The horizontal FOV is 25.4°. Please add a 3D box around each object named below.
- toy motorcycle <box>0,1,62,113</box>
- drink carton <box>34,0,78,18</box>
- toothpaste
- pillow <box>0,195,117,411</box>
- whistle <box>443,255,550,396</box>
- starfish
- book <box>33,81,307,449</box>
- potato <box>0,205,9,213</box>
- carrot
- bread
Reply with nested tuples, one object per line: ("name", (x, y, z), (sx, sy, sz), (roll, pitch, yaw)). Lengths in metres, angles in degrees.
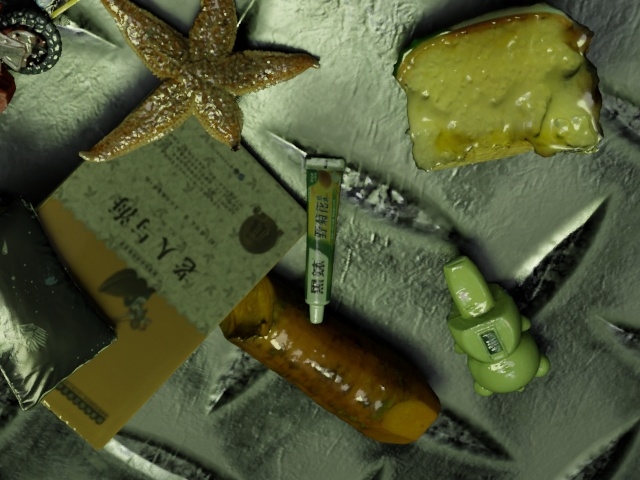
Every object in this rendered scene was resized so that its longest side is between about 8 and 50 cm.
("toy motorcycle", (-0.427, -0.184, 1.603), (0.171, 0.089, 0.298), (37, 120, -27))
("drink carton", (-0.243, -0.315, 1.551), (0.166, 0.071, 0.056), (-30, 113, 15))
("toothpaste", (0.000, 0.000, 1.729), (0.049, 0.031, 0.204), (2, 97, -9))
("pillow", (-0.334, 0.072, 1.599), (0.141, 0.055, 0.208), (-39, 111, -20))
("whistle", (0.211, 0.110, 1.795), (0.105, 0.085, 0.227), (-23, 119, 12))
("starfish", (-0.160, -0.201, 1.614), (0.295, 0.048, 0.231), (-25, 106, -4))
("book", (-0.221, 0.027, 1.678), (0.389, 0.032, 0.269), (-48, 113, -6))
("potato", (-0.389, 0.048, 1.717), (0.235, 0.160, 0.178), (6, 144, -15))
("carrot", (0.015, 0.154, 1.804), (0.302, 0.114, 0.114), (34, 114, -18))
("bread", (0.224, -0.171, 1.604), (0.252, 0.133, 0.174), (-10, 93, 37))
